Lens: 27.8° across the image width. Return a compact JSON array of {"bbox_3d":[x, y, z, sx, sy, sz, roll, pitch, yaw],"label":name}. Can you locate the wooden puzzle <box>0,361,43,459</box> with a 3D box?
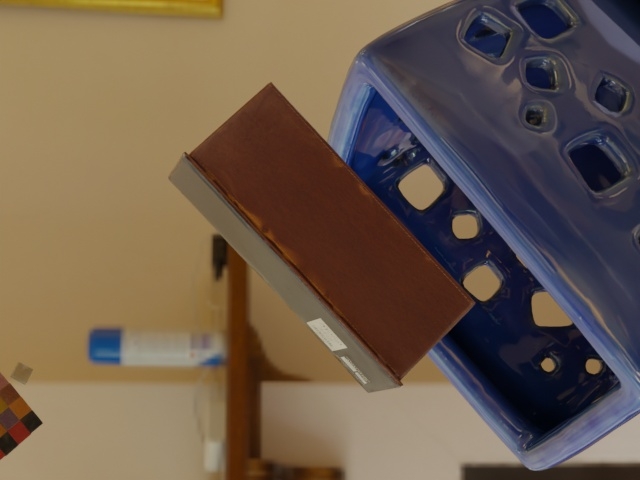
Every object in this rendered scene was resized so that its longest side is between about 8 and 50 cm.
[{"bbox_3d":[-0.186,0.098,0.711,0.083,0.049,0.006,-42,4,-39],"label":"wooden puzzle"}]

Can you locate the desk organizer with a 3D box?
[{"bbox_3d":[0.000,0.000,0.550,0.130,0.050,0.047,47,163,-3],"label":"desk organizer"}]

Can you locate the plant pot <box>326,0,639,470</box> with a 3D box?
[{"bbox_3d":[0.153,-0.031,0.768,0.236,0.212,0.236,49,163,10],"label":"plant pot"}]
